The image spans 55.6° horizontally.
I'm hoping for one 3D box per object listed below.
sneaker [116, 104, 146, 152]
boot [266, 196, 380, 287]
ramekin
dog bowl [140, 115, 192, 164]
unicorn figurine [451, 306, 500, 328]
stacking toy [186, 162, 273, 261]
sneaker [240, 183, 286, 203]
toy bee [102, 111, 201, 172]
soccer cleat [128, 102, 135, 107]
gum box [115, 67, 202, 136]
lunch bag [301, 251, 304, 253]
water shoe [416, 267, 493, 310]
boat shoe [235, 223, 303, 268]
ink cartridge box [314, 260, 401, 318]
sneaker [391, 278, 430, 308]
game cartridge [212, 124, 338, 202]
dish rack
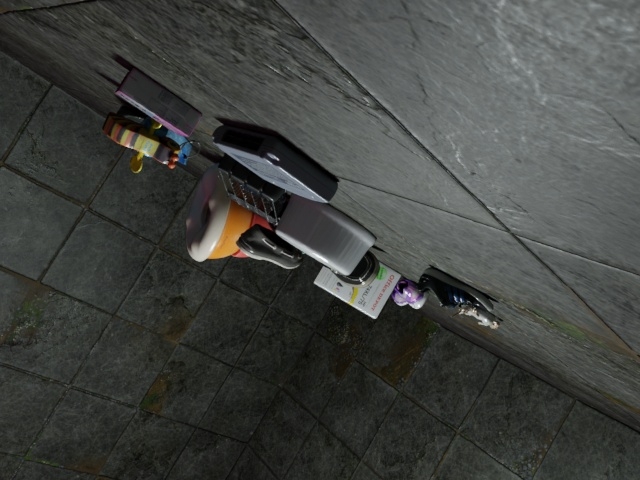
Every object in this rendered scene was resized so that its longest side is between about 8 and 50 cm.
[{"bbox_3d":[-0.651,-0.381,2.162,0.109,0.130,0.286,32,175,13],"label":"sneaker"},{"bbox_3d":[0.000,0.000,1.957,0.284,0.138,0.377,34,-175,-38],"label":"boot"},{"bbox_3d":[0.007,-0.016,1.726,0.277,0.135,0.277,31,176,3],"label":"ramekin"},{"bbox_3d":[-0.529,-0.346,2.083,0.166,0.074,0.297,31,177,1],"label":"dog bowl"},{"bbox_3d":[0.473,0.223,1.846,0.162,0.060,0.111,15,175,3],"label":"unicorn figurine"},{"bbox_3d":[-0.212,-0.051,2.177,0.480,0.350,0.351,16,-177,-27],"label":"stacking toy"},{"bbox_3d":[-0.176,-0.156,1.876,0.152,0.058,0.084,27,-178,-8],"label":"sneaker"},{"bbox_3d":[-0.476,-0.288,1.783,0.299,0.195,0.162,-5,-143,-25],"label":"toy bee"},{"bbox_3d":[-0.521,-0.394,1.769,0.083,0.029,0.036,29,168,-20],"label":"soccer cleat"},{"bbox_3d":[-0.365,-0.308,1.384,0.188,0.062,0.107,33,176,-25],"label":"gum box"},{"bbox_3d":[-0.158,-0.039,2.528,0.262,0.160,0.223,37,175,-7],"label":"lunch bag"},{"bbox_3d":[0.348,0.147,1.580,0.203,0.080,0.073,29,176,26],"label":"water shoe"},{"bbox_3d":[-0.139,0.017,2.002,0.112,0.095,0.335,51,-161,28],"label":"boat shoe"},{"bbox_3d":[0.140,0.150,2.336,0.270,0.198,0.197,30,175,3],"label":"ink cartridge box"},{"bbox_3d":[0.324,0.191,2.324,0.105,0.095,0.236,39,170,-12],"label":"sneaker"},{"bbox_3d":[-0.095,-0.161,1.285,0.198,0.062,0.297,29,178,-36],"label":"game cartridge"},{"bbox_3d":[-0.193,-0.142,1.768,0.208,0.074,0.271,32,165,9],"label":"dish rack"}]
